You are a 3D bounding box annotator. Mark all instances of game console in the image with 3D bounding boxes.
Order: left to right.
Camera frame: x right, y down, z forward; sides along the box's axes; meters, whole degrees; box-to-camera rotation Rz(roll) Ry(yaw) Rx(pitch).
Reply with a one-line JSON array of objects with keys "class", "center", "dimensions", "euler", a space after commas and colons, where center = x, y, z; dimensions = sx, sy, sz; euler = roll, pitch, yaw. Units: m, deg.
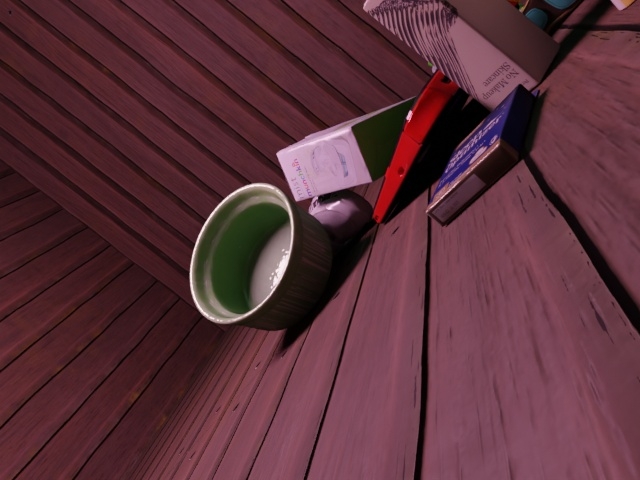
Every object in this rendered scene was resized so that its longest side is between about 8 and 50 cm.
[{"class": "game console", "center": [0.235, -0.243, 1.184], "dimensions": [0.386, 0.060, 0.342], "euler": [-53, -13, -29]}]

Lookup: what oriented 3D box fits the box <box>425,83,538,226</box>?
[{"class": "box", "center": [0.218, -0.124, 0.829], "dimensions": [0.136, 0.036, 0.225], "euler": [-48, 5, 41]}]

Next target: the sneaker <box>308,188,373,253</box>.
[{"class": "sneaker", "center": [-0.020, 0.028, 1.450], "dimensions": [0.366, 0.137, 0.210], "euler": [-30, 32, 53]}]

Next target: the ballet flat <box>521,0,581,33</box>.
[{"class": "ballet flat", "center": [0.393, -0.406, 1.088], "dimensions": [0.232, 0.080, 0.073], "euler": [-49, -6, 24]}]

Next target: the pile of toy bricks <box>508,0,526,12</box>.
[{"class": "pile of toy bricks", "center": [0.407, -0.456, 1.295], "dimensions": [0.105, 0.118, 0.212], "euler": [-19, -3, 3]}]

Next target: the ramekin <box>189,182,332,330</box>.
[{"class": "ramekin", "center": [-0.120, 0.045, 1.318], "dimensions": [0.304, 0.148, 0.303], "euler": [-18, 60, 35]}]

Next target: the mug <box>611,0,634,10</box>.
[{"class": "mug", "center": [0.370, -0.330, 0.756], "dimensions": [0.062, 0.064, 0.078], "euler": [-52, 4, -21]}]

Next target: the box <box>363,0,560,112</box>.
[{"class": "box", "center": [0.210, -0.321, 0.938], "dimensions": [0.094, 0.275, 0.113], "euler": [-54, 4, -27]}]

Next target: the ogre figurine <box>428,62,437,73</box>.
[{"class": "ogre figurine", "center": [0.354, -0.482, 1.768], "dimensions": [0.197, 0.097, 0.118], "euler": [-45, -38, -20]}]

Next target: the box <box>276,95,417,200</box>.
[{"class": "box", "center": [0.078, -0.205, 1.381], "dimensions": [0.231, 0.126, 0.262], "euler": [-12, 15, 44]}]
